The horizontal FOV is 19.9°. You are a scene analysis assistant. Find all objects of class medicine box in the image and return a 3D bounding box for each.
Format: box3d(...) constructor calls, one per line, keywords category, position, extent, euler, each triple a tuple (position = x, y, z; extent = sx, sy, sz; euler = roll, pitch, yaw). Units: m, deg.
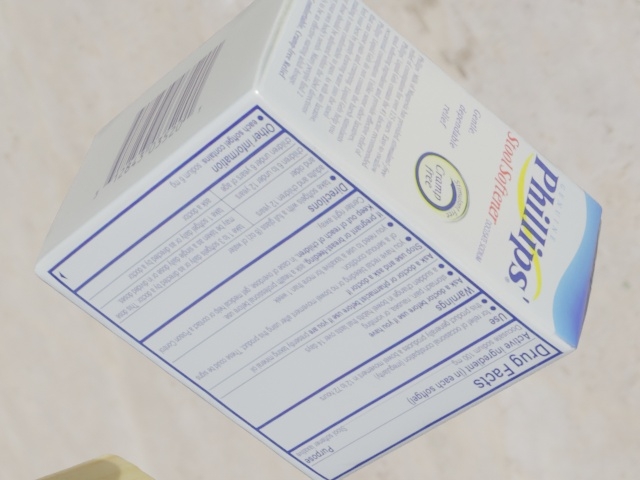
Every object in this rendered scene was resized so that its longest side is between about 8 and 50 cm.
box3d(category="medicine box", position=(0.000, 0.000, 1.272), extent=(0.289, 0.149, 0.263), euler=(38, 133, -19))

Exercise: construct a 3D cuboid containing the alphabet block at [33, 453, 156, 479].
box3d(category="alphabet block", position=(-0.190, 0.317, 1.510), extent=(0.193, 0.197, 0.192), euler=(30, 111, 25))
